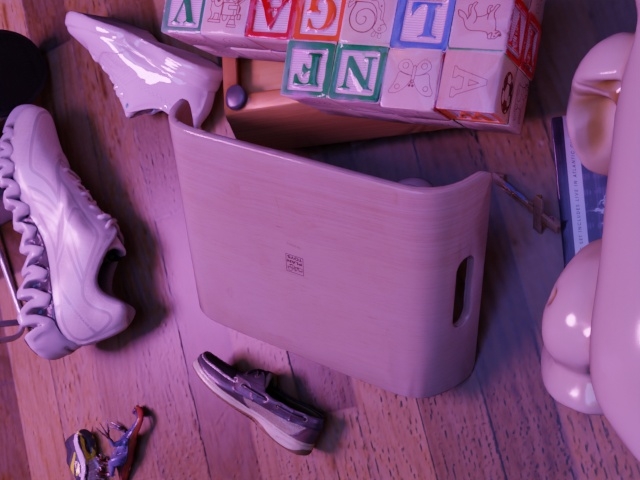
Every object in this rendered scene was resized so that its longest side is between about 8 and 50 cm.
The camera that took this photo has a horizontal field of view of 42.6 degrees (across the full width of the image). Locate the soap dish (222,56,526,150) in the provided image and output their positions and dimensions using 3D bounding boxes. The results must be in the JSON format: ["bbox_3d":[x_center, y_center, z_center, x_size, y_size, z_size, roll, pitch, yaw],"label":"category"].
[{"bbox_3d":[0.035,-0.212,0.766,0.291,0.118,0.229,-4,85,26],"label":"soap dish"}]

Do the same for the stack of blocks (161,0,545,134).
[{"bbox_3d":[0.021,-0.190,0.656,0.297,0.087,0.171,11,92,26],"label":"stack of blocks"}]

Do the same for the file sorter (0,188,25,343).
[{"bbox_3d":[-0.473,0.067,0.951,0.278,0.193,0.173,-26,79,22],"label":"file sorter"}]

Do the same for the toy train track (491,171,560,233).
[{"bbox_3d":[0.186,-0.037,0.734,0.014,0.048,0.083,-34,54,-13],"label":"toy train track"}]

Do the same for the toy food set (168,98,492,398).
[{"bbox_3d":[0.000,0.000,0.758,0.306,0.092,0.219,18,130,26],"label":"toy food set"}]

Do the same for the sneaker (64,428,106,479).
[{"bbox_3d":[-0.269,0.258,0.934,0.035,0.031,0.083,-23,73,36],"label":"sneaker"}]

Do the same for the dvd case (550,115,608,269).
[{"bbox_3d":[0.312,-0.037,0.681,0.221,0.018,0.164,-6,86,24],"label":"dvd case"}]

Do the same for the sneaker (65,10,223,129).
[{"bbox_3d":[-0.209,-0.185,0.908,0.212,0.080,0.094,30,111,22],"label":"sneaker"}]

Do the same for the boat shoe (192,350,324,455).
[{"bbox_3d":[-0.060,0.154,0.829,0.152,0.056,0.049,34,96,13],"label":"boat shoe"}]

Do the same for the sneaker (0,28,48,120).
[{"bbox_3d":[-0.464,-0.138,0.938,0.178,0.295,0.124,-11,114,39],"label":"sneaker"}]

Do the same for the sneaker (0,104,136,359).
[{"bbox_3d":[-0.283,-0.019,0.924,0.118,0.110,0.292,-15,80,6],"label":"sneaker"}]

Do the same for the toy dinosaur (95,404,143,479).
[{"bbox_3d":[-0.215,0.227,0.914,0.082,0.047,0.090,-40,105,9],"label":"toy dinosaur"}]

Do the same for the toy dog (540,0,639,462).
[{"bbox_3d":[0.260,-0.076,0.493,0.284,0.395,0.408,9,100,33],"label":"toy dog"}]
